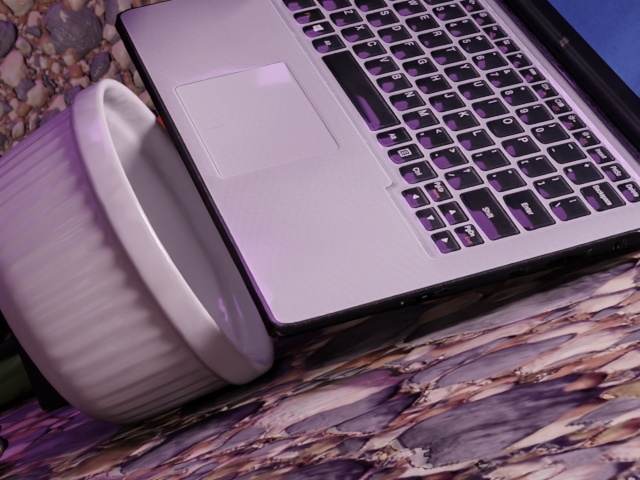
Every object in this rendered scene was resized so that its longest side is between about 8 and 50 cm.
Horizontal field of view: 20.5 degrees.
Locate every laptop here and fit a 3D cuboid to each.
[{"bbox_3d":[0.097,-0.186,1.088,0.408,0.236,0.382,-15,38,-12],"label":"laptop"}]

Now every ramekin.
[{"bbox_3d":[-0.125,0.015,1.090,0.109,0.207,0.207,-29,4,9],"label":"ramekin"}]

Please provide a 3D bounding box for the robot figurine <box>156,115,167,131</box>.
[{"bbox_3d":[-0.057,-0.028,1.300,0.128,0.158,0.219,-50,53,-3],"label":"robot figurine"}]

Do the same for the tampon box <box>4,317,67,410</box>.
[{"bbox_3d":[-0.179,0.027,1.337,0.101,0.161,0.120,-19,7,11],"label":"tampon box"}]

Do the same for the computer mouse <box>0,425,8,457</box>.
[{"bbox_3d":[-0.282,0.159,1.076,0.193,0.042,0.106,-16,9,-10],"label":"computer mouse"}]

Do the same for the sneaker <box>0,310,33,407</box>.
[{"bbox_3d":[-0.416,0.092,1.369,0.483,0.202,0.185,-25,6,-38],"label":"sneaker"}]
